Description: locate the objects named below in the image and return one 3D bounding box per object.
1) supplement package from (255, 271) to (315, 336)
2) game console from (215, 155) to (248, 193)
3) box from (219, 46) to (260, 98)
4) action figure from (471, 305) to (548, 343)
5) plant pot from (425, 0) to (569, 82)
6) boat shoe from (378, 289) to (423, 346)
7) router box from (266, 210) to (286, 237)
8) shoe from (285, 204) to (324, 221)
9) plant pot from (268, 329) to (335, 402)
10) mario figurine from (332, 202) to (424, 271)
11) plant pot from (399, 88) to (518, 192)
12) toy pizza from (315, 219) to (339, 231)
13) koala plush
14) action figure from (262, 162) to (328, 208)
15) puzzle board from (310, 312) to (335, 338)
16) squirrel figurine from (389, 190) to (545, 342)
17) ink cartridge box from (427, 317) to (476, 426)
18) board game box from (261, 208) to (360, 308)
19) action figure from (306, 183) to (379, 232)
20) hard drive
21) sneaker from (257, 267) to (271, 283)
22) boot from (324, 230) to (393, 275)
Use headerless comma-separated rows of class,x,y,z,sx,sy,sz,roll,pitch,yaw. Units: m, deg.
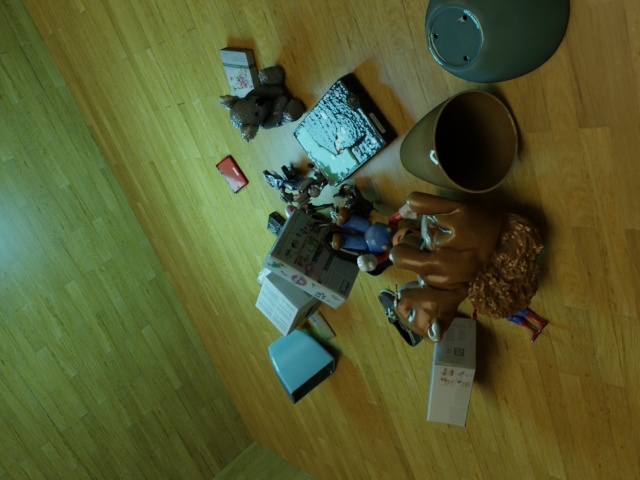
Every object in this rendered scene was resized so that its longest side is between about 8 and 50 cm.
supplement package,-0.119,0.227,2.375,0.198,0.199,0.262,44,146,14
game console,-0.371,-0.277,2.398,0.124,0.085,0.144,-32,95,26
box,-0.273,-0.573,1.976,0.145,0.038,0.186,22,137,40
action figure,0.495,0.202,1.643,0.280,0.139,0.091,39,144,26
plant pot,0.331,-0.450,1.180,0.290,0.195,0.290,33,143,30
boat shoe,0.282,0.278,2.036,0.227,0.069,0.081,49,147,7
router box,-0.163,-0.049,2.324,0.122,0.038,0.092,42,145,19
shoe,-0.053,-0.085,2.134,0.178,0.063,0.081,43,145,6
plant pot,-0.107,0.555,2.600,0.252,0.248,0.247,47,163,21
mario figurine,0.202,-0.015,1.702,0.321,0.170,0.198,10,121,2
plant pot,0.314,-0.230,1.414,0.237,0.237,0.254,61,162,-12
toy pizza,0.000,0.000,2.103,0.201,0.032,0.201,17,144,13
koala plush,-0.211,-0.422,1.844,0.203,0.221,0.196,-25,100,48
action figure,-0.081,-0.199,1.964,0.285,0.185,0.099,23,142,53
puzzle board,0.009,0.381,2.532,0.128,0.011,0.096,56,149,-3
squirrel figurine,0.374,0.091,1.481,0.397,0.281,0.370,14,96,11
ink cartridge box,0.433,0.403,1.864,0.130,0.271,0.309,5,131,12
board game box,-0.016,0.062,1.976,0.303,0.224,0.097,31,145,-7
action figure,0.086,-0.104,1.872,0.276,0.141,0.164,-9,106,33
hard drive,0.065,-0.327,1.753,0.237,0.064,0.339,54,147,0
sneaker,-0.214,0.141,2.493,0.090,0.115,0.232,49,147,7
boot,0.155,0.016,1.892,0.247,0.094,0.207,33,150,-8
